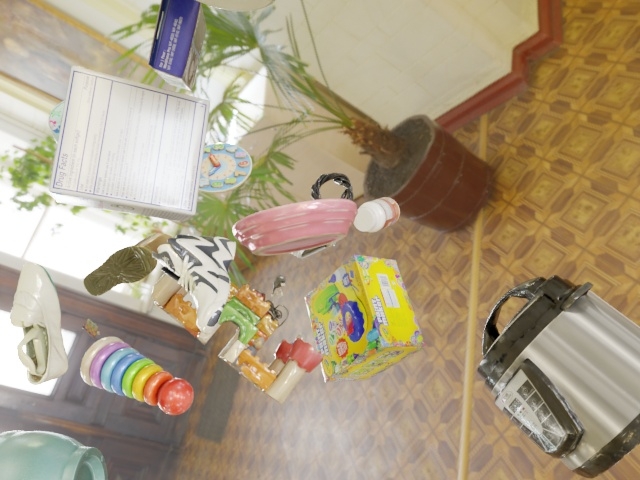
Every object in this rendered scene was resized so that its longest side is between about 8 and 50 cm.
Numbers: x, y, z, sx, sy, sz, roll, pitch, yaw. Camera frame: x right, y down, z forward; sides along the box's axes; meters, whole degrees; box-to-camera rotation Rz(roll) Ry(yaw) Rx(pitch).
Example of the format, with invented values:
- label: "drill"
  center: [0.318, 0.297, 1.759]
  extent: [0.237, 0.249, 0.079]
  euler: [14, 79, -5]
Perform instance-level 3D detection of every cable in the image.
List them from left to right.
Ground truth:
- label: "cable"
  center: [0.039, -0.172, 1.703]
  extent: [0.150, 0.047, 0.184]
  euler: [-28, 53, 22]

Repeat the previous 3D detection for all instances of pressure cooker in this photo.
- label: "pressure cooker"
  center: [0.600, 0.306, 1.207]
  extent: [0.370, 0.375, 0.420]
  euler: [-50, 60, 9]

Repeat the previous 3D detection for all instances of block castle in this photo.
- label: "block castle"
  center: [-0.220, 0.212, 1.313]
  extent: [0.213, 0.453, 0.303]
  euler: [-51, 3, -19]

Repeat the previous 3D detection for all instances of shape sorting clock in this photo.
- label: "shape sorting clock"
  center: [-0.311, -0.224, 1.477]
  extent: [0.040, 0.206, 0.206]
  euler: [83, -168, -55]

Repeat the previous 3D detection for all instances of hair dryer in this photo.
- label: "hair dryer"
  center: [-0.246, 0.283, 1.964]
  extent: [0.293, 0.080, 0.223]
  euler: [-41, 36, 30]

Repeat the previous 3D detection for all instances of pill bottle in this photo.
- label: "pill bottle"
  center: [0.217, -0.099, 1.918]
  extent: [0.121, 0.216, 0.121]
  euler: [9, 106, 31]

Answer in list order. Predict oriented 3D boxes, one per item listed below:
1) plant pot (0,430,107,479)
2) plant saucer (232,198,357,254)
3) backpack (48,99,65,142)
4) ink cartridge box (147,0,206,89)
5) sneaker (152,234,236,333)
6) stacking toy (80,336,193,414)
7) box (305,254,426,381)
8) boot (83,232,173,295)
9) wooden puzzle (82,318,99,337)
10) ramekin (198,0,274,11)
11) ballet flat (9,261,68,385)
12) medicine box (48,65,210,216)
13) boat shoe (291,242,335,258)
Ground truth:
- label: "plant pot"
  center: [-0.602, 0.563, 1.079]
  extent: [0.293, 0.196, 0.293]
  euler: [172, 90, -90]
- label: "plant saucer"
  center: [-0.061, -0.026, 1.281]
  extent: [0.332, 0.332, 0.084]
  euler: [-22, 77, 54]
- label: "backpack"
  center: [-0.720, -0.343, 1.546]
  extent: [0.225, 0.253, 0.191]
  euler: [-42, -3, -23]
- label: "ink cartridge box"
  center: [-0.304, -0.429, 1.064]
  extent: [0.332, 0.065, 0.165]
  euler: [-125, 51, -75]
- label: "sneaker"
  center: [-0.250, 0.068, 0.921]
  extent: [0.235, 0.153, 0.094]
  euler: [-90, 20, -45]
- label: "stacking toy"
  center: [-0.473, 0.370, 1.283]
  extent: [0.330, 0.141, 0.141]
  euler: [15, 78, 29]
- label: "box"
  center: [0.124, 0.243, 1.484]
  extent: [0.279, 0.177, 0.290]
  euler: [-45, 49, 40]
- label: "boot"
  center: [-0.479, 0.034, 1.321]
  extent: [0.236, 0.089, 0.269]
  euler: [-20, 13, 19]
- label: "wooden puzzle"
  center: [-0.779, 0.298, 1.658]
  extent: [0.006, 0.083, 0.049]
  euler: [-23, -38, -60]
- label: "ramekin"
  center: [-0.166, -0.500, 0.753]
  extent: [0.303, 0.303, 0.148]
  euler: [1, 73, 62]
- label: "ballet flat"
  center: [-0.873, 0.270, 1.494]
  extent: [0.139, 0.139, 0.400]
  euler: [-136, 42, -63]
- label: "medicine box"
  center: [-0.411, -0.197, 1.072]
  extent: [0.149, 0.289, 0.263]
  euler: [169, 109, -66]
- label: "boat shoe"
  center: [0.000, -0.002, 1.923]
  extent: [0.103, 0.320, 0.118]
  euler: [37, 126, 32]
